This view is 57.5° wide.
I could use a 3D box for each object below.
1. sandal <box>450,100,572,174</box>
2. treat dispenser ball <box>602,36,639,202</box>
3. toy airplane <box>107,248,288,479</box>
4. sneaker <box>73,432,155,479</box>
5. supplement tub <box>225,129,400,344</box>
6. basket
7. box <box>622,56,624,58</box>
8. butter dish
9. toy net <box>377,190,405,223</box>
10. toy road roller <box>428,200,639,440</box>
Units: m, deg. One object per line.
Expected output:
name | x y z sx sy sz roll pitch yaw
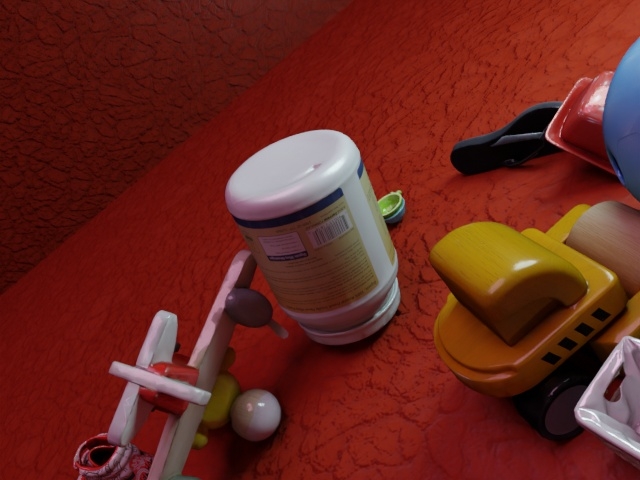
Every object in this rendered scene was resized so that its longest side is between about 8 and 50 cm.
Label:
sandal | 0.355 -0.171 1.073 0.254 0.097 0.054 -23 32 46
treat dispenser ball | 0.483 -0.146 0.667 0.288 0.288 0.288 -28 33 21
toy airplane | -0.191 0.252 0.957 0.384 0.272 0.386 -77 10 -61
sneaker | -0.420 0.430 1.114 0.270 0.145 0.090 -17 39 35
supplement tub | 0.000 0.000 0.990 0.228 0.316 0.228 -17 31 11
basket | 0.366 0.190 0.580 0.113 0.103 0.167 -52 33 -7
box | 0.549 -0.270 0.981 0.052 0.083 0.062 -17 38 35
butter dish | 0.464 -0.202 0.907 0.160 0.118 0.160 31 71 15
toy net | 0.077 -0.030 1.240 0.232 0.045 0.122 -34 32 13
toy road roller | 0.286 0.054 0.713 0.329 0.240 0.202 -41 31 0
